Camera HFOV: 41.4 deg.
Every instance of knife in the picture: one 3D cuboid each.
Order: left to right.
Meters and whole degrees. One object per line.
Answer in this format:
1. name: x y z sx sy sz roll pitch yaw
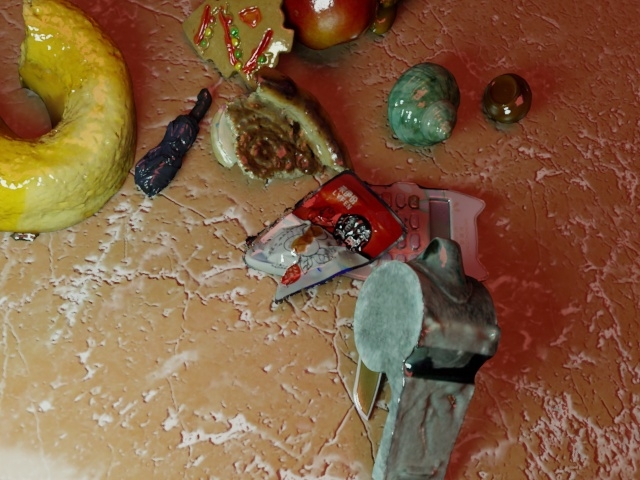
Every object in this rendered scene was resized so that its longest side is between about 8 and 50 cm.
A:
1. knife: 0.094 0.186 1.485 0.046 0.022 0.256 13 71 -8

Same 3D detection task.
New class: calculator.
1. calculator: 0.151 -0.011 1.596 0.329 0.048 0.220 6 66 -7

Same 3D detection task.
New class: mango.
1. mango: 0.125 -0.489 1.799 0.077 0.063 0.127 6 69 -17

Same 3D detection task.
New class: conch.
1. conch: 0.214 -0.270 1.687 0.176 0.122 0.188 14 65 -33

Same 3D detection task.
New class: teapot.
1. teapot: 0.393 -0.295 1.767 0.098 0.078 0.129 -27 52 19

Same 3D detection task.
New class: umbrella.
1. umbrella: -0.261 -0.188 1.572 0.071 0.071 0.248 30 61 2

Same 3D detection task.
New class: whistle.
1. whistle: 0.178 0.206 1.399 0.168 0.188 0.405 12 66 -33

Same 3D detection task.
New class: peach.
1. peach: 0.006 -0.498 1.678 0.199 0.243 0.243 -28 74 -18

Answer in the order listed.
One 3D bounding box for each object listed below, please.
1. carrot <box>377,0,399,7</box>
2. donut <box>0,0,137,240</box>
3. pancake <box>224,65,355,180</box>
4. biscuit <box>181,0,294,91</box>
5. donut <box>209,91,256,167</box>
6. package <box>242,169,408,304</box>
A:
1. carrot: 0.190 -0.562 1.804 0.066 0.066 0.314 37 46 6
2. donut: -0.495 -0.220 1.466 0.377 0.163 0.435 46 62 3
3. pancake: -0.056 -0.219 1.581 0.257 0.056 0.212 -4 91 -32
4. biscuit: -0.164 -0.404 1.652 0.238 0.041 0.212 12 107 15
5. donut: -0.147 -0.219 1.601 0.166 0.065 0.108 -37 102 -23
6. package: 0.000 0.000 1.524 0.269 0.071 0.194 -34 68 -15
